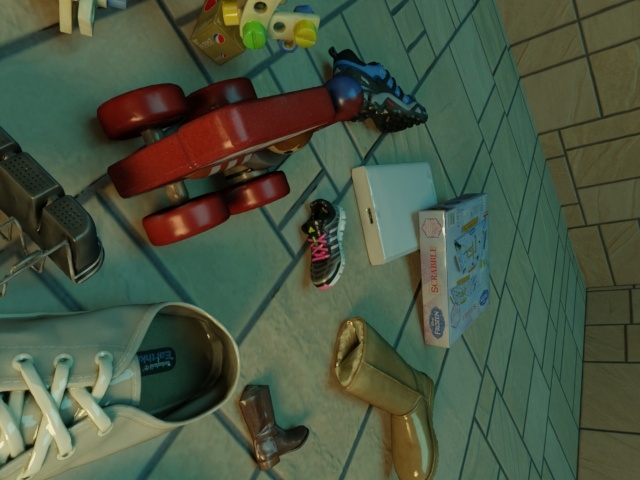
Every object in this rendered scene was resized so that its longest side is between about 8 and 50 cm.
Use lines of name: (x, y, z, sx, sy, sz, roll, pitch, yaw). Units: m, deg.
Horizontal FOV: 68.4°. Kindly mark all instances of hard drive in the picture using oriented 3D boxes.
hard drive: (0.186, -0.073, 1.069, 0.308, 0.040, 0.202, -15, 94, -52)

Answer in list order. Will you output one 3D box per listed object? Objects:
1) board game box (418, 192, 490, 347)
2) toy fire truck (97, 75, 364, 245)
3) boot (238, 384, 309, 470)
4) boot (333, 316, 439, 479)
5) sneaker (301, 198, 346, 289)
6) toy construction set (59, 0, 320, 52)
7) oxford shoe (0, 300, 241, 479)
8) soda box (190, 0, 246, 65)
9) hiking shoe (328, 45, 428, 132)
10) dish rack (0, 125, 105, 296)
board game box: (0.344, 0.058, 1.175, 0.319, 0.066, 0.317, -18, 107, -52)
toy fire truck: (-0.084, -0.119, 0.557, 0.302, 0.254, 0.169, -32, 107, -50)
boot: (-0.066, 0.251, 0.679, 0.106, 0.037, 0.114, -19, 92, -54)
boot: (0.116, 0.302, 0.862, 0.269, 0.089, 0.236, 42, 41, -38)
sneaker: (0.000, 0.000, 0.797, 0.075, 0.063, 0.170, 37, 50, -42)
toy construction set: (-0.140, -0.323, 0.538, 0.328, 0.215, 0.151, -8, 65, -28)
oxford shoe: (-0.246, 0.136, 0.398, 0.449, 0.130, 0.169, -5, 88, -51)
soda box: (-0.132, -0.357, 0.710, 0.061, 0.058, 0.181, 34, 57, -42)
hiking shoe: (0.137, -0.313, 0.999, 0.304, 0.113, 0.132, -1, 83, -52)
dish rack: (-0.321, 0.002, 0.323, 0.208, 0.074, 0.271, 44, 50, 2)
